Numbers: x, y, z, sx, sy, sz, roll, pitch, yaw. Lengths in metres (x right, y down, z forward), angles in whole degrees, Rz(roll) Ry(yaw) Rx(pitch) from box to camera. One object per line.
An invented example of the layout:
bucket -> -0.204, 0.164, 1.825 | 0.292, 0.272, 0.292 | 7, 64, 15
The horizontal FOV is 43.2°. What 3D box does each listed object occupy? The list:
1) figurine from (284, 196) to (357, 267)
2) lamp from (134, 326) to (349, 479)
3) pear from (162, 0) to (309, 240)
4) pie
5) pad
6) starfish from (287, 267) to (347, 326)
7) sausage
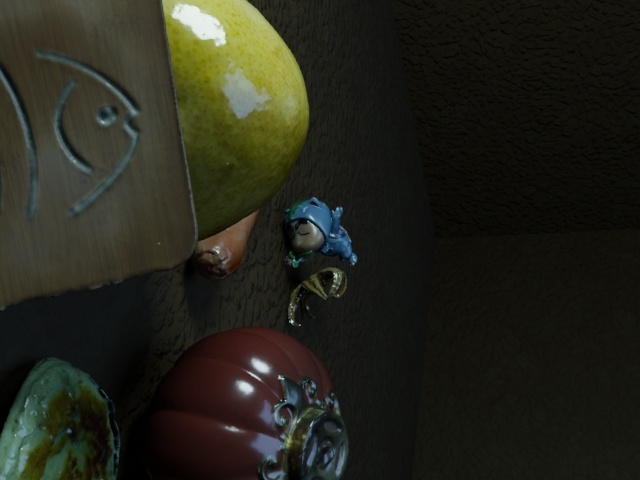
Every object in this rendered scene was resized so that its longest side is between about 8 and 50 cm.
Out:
figurine -> -0.004, 0.003, 1.671 | 0.178, 0.114, 0.145 | 40, 65, -28
lamp -> -0.098, 0.265, 1.074 | 0.303, 0.256, 0.303 | 1, 89, -58
pear -> -0.163, -0.139, 0.890 | 0.314, 0.314, 0.315 | -3, 90, -74
pie -> -0.281, 0.239, 0.844 | 0.240, 0.054, 0.241 | -2, 90, -76
pad -> -0.255, -0.087, 0.684 | 0.018, 0.283, 0.287 | -156, -124, -63
starfish -> -0.012, 0.113, 1.682 | 0.074, 0.146, 0.190 | 55, 4, 7
sausage -> -0.130, -0.081, 1.351 | 0.094, 0.094, 0.419 | 45, 35, -22
